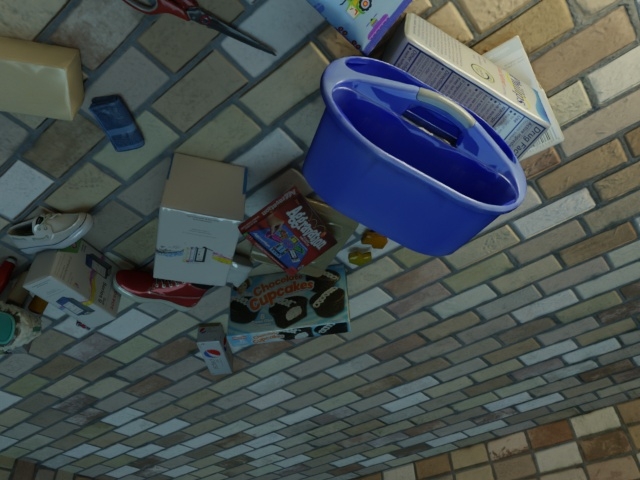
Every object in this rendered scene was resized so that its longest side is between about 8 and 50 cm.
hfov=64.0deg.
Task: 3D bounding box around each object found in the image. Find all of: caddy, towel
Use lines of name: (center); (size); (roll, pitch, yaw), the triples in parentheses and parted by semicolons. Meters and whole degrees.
caddy: (0.140, -0.136, 0.756); (0.341, 0.241, 0.179); (27, 134, -9)
towel: (-0.403, -0.230, 1.020); (0.067, 0.029, 0.120); (-9, 138, 6)

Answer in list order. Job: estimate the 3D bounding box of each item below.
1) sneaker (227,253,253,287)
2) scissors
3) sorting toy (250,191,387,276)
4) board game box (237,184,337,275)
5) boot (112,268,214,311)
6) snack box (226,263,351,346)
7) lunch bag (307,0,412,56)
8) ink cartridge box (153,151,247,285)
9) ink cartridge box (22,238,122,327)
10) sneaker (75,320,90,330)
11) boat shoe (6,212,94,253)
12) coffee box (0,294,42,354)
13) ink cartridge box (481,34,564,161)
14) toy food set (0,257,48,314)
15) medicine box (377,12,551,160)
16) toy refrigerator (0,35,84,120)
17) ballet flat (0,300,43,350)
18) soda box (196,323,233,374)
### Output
sneaker: (-0.282, 0.068, 1.309); (0.212, 0.080, 0.094); (22, 108, -27)
scissors: (-0.217, -0.380, 0.873); (0.109, 0.021, 0.297); (-36, 130, 29)
sorting toy: (0.000, 0.000, 1.303); (0.307, 0.041, 0.229); (16, 131, -20)
board game box: (-0.061, -0.011, 1.138); (0.145, 0.027, 0.281); (-37, 152, 2)
boot: (-0.404, 0.098, 1.354); (0.244, 0.089, 0.176); (21, 133, -36)
snack box: (-0.085, 0.172, 1.375); (0.321, 0.187, 0.060); (-9, 138, 6)
lunch bag: (0.082, -0.463, 0.728); (0.220, 0.138, 0.293); (34, 118, -31)
ink cartridge box: (-0.268, -0.039, 1.138); (0.168, 0.171, 0.233); (10, 137, -15)
ink cartridge box: (-0.605, 0.098, 1.285); (0.093, 0.154, 0.212); (-20, 135, 17)
sneaker: (-0.654, 0.222, 1.489); (0.118, 0.067, 0.042); (-13, 138, 11)
boat shoe: (-0.640, -0.024, 1.199); (0.226, 0.083, 0.076); (-19, 137, 18)
coffee box: (-0.939, 0.238, 1.436); (0.246, 0.141, 0.098); (-3, 139, -1)
ink cartridge box: (0.307, -0.241, 1.030); (0.275, 0.060, 0.239); (-25, 117, 24)
toy food set: (-0.828, 0.104, 1.349); (0.232, 0.105, 0.111); (15, 152, 6)
medicine box: (0.206, -0.207, 0.934); (0.289, 0.149, 0.264); (27, 129, -10)
toy refrigerator: (-0.567, -0.294, 0.894); (0.269, 0.094, 0.102); (6, 131, -11)
ballet flat: (-0.910, 0.199, 1.328); (0.408, 0.147, 0.147); (14, 140, 10)
soda box: (-0.338, 0.353, 1.655); (0.073, 0.069, 0.216); (-4, 139, 1)
